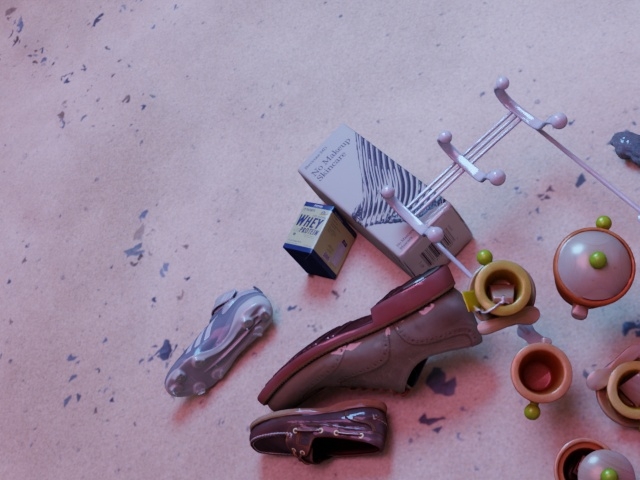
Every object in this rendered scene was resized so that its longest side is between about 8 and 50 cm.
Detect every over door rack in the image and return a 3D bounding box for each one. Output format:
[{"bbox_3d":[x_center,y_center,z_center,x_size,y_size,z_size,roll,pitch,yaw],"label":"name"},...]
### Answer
[{"bbox_3d":[0.265,-0.038,1.425,0.239,0.108,0.324,-42,69,-1],"label":"over door rack"}]

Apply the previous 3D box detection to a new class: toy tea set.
[{"bbox_3d":[0.307,0.137,1.279,0.200,0.124,0.336,-21,74,0],"label":"toy tea set"}]

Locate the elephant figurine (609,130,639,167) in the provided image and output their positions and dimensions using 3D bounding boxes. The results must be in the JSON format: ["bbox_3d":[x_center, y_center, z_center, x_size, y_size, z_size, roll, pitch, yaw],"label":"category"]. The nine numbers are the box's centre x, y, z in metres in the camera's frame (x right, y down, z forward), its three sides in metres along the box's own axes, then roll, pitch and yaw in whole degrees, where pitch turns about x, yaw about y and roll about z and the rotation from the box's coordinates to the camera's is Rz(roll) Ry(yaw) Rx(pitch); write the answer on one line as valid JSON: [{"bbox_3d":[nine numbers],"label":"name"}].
[{"bbox_3d":[0.492,-0.122,1.390,0.186,0.169,0.239,2,39,1],"label":"elephant figurine"}]

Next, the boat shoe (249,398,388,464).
[{"bbox_3d":[-0.007,0.267,1.484,0.207,0.073,0.073,-15,51,24],"label":"boat shoe"}]

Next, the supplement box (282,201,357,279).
[{"bbox_3d":[0.000,0.000,1.655,0.056,0.083,0.083,12,66,36],"label":"supplement box"}]

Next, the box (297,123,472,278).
[{"bbox_3d":[0.092,-0.058,1.628,0.113,0.094,0.275,-46,47,-3],"label":"box"}]

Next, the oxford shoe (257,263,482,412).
[{"bbox_3d":[0.060,0.169,1.480,0.348,0.123,0.130,-34,89,31],"label":"oxford shoe"}]

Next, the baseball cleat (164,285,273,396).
[{"bbox_3d":[-0.160,0.153,1.676,0.206,0.072,0.109,-39,33,-2],"label":"baseball cleat"}]
